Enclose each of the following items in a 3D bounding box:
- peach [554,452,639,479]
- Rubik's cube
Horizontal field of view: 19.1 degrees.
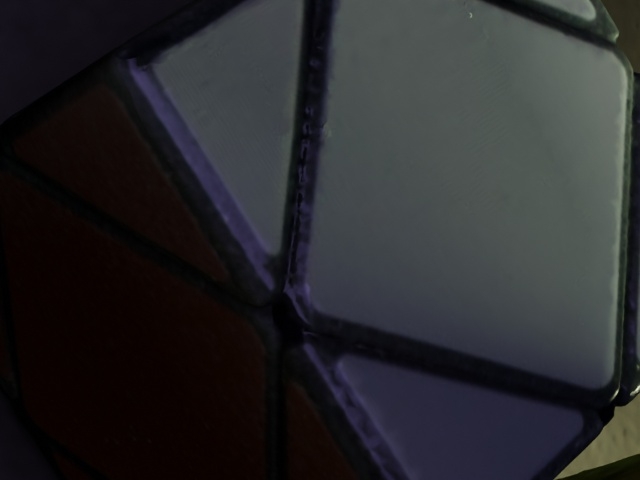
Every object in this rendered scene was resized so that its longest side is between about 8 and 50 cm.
[{"bbox_3d":[0.116,0.223,0.681,0.281,0.314,0.315,58,25,-5],"label":"peach"},{"bbox_3d":[0.000,0.000,0.729,0.205,0.205,0.207,-36,96,-35],"label":"Rubik's cube"}]
